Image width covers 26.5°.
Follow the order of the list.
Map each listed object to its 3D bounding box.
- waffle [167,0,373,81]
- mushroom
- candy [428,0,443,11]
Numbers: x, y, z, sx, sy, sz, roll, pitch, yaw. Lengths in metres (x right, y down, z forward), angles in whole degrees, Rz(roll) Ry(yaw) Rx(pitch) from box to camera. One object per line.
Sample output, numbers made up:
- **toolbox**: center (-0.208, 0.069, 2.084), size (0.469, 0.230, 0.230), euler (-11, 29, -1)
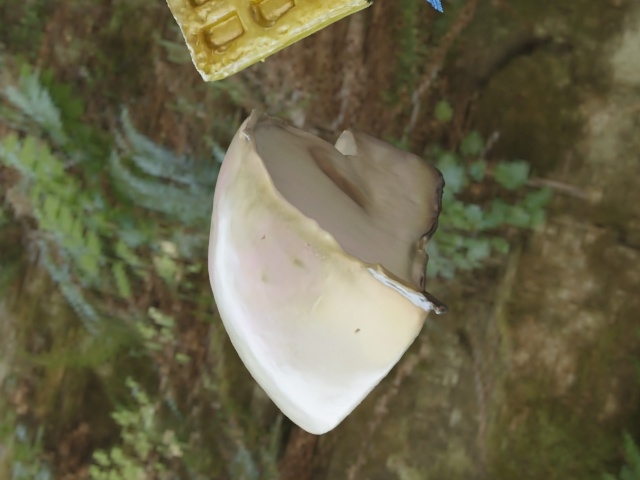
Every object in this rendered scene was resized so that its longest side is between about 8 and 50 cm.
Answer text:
- **waffle**: center (-0.082, -0.334, 1.550), size (0.221, 0.248, 0.055), euler (-23, 179, 16)
- **mushroom**: center (-0.023, 0.015, 0.943), size (0.162, 0.173, 0.236), euler (34, -157, -8)
- **candy**: center (0.069, -0.273, 1.224), size (0.136, 0.038, 0.088), euler (59, -173, 20)
